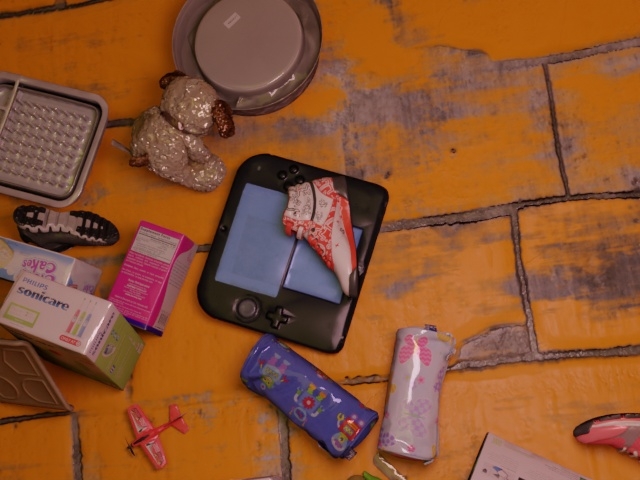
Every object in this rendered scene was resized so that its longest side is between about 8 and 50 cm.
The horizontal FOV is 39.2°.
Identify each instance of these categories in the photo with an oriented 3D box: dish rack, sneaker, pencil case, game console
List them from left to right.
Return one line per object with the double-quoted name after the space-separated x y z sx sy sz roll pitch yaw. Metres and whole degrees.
-0.667 -0.229 2.100 0.333 0.072 0.285 15 78 12 "dish rack"
-0.574 -0.016 2.034 0.234 0.106 0.078 9 49 -10 "sneaker"
-0.063 0.020 1.957 0.342 0.060 0.386 16 80 12 "game console"
-0.029 0.325 1.848 0.306 0.119 0.133 36 95 15 "pencil case"
0.000 0.000 1.893 0.145 0.090 0.270 -8 74 2 "sneaker"
0.195 0.309 1.822 0.124 0.113 0.273 14 78 -9 "pencil case"
0.651 0.401 1.730 0.314 0.116 0.136 -1 78 8 "sneaker"

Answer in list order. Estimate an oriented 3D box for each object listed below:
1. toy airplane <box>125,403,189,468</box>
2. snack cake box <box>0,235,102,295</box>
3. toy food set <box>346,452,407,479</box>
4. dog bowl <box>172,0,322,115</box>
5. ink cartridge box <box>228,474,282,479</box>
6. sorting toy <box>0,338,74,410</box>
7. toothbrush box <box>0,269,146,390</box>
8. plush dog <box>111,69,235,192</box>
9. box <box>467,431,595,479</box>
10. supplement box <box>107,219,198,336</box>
-0.349 0.405 1.922 0.151 0.028 0.151 -2 77 7 "toy airplane"
-0.640 0.059 1.985 0.265 0.152 0.089 15 79 12 "snack cake box"
0.095 0.539 1.818 0.132 0.038 0.192 40 85 15 "toy food set"
-0.159 -0.444 2.061 0.349 0.102 0.348 -2 76 8 "dog bowl"
-0.169 0.621 1.797 0.202 0.117 0.278 -8 75 6 "ink cartridge box"
-0.687 0.273 1.910 0.307 0.229 0.041 1 43 27 "sorting toy"
-0.507 0.191 1.857 0.206 0.283 0.122 19 68 11 "toothbrush box"
-0.310 -0.254 1.960 0.262 0.211 0.225 38 105 16 "plush dog"
0.374 0.508 1.660 0.232 0.322 0.058 23 118 14 "box"
-0.368 0.082 1.960 0.114 0.111 0.220 20 80 13 "supplement box"
